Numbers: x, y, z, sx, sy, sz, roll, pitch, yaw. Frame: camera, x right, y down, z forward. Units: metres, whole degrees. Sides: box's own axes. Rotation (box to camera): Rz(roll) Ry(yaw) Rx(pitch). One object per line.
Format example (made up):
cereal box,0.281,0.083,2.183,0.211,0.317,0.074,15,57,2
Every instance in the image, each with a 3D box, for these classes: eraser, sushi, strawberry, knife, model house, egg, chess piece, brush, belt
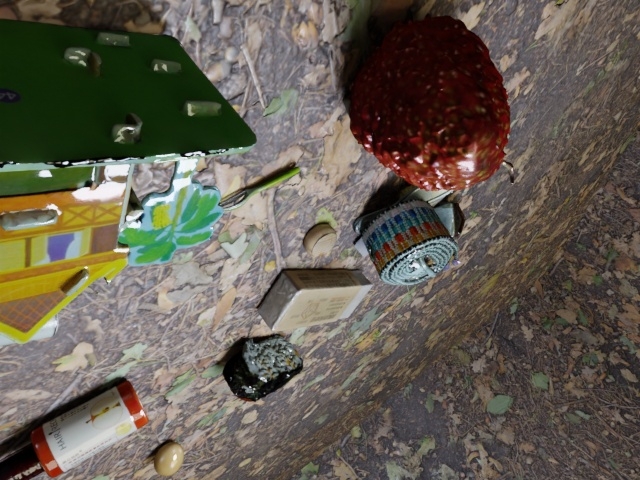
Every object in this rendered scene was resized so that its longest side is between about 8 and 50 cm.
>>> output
eraser,-0.002,0.150,1.281,0.343,0.078,0.144,4,127,-54
sushi,-0.148,0.343,1.297,0.126,0.136,0.225,-42,156,15
strawberry,0.201,-0.200,0.810,0.292,0.344,0.292,-14,141,-12
knife,-0.114,-0.093,0.887,0.184,0.022,0.026,-31,123,-19
model house,-0.289,-0.059,0.541,0.357,0.243,0.313,-16,149,-42
egg,-0.427,0.617,1.371,0.096,0.080,0.080,-57,149,7
chess piece,0.000,0.000,1.129,0.083,0.038,0.084,-33,150,-21
brush,0.208,-0.104,1.239,0.296,0.060,0.068,-26,132,-5
belt,0.235,0.025,1.229,0.206,0.161,0.295,-30,154,10
model house,0.359,-0.048,1.459,0.165,0.106,0.152,-18,178,32

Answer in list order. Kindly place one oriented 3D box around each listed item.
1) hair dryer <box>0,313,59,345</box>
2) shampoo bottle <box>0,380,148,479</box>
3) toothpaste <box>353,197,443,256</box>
hair dryer,-0.424,0.049,0.654,0.131,0.073,0.237,-5,131,-46
shampoo bottle,-0.500,0.398,0.972,0.278,0.104,0.104,-26,147,-28
toothpaste,0.215,-0.056,1.302,0.282,0.068,0.099,-38,123,3
